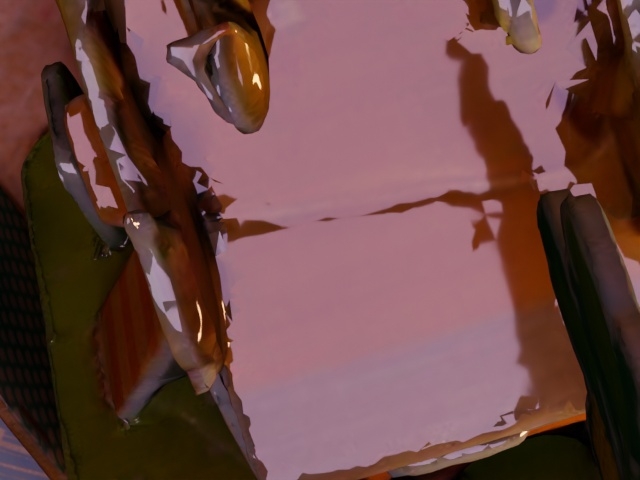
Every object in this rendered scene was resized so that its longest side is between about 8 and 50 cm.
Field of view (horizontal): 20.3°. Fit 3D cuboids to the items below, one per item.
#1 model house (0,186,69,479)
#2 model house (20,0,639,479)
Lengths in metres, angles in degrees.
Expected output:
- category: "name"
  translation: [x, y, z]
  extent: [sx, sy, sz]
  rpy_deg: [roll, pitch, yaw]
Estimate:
- category: "model house"
  translation: [-0.170, 0.084, 0.672]
  extent: [0.271, 0.178, 0.206]
  rpy_deg: [23, 115, -18]
- category: "model house"
  translation: [0.000, 0.000, 0.483]
  extent: [0.242, 0.357, 0.313]
  rpy_deg: [-16, 147, 5]
